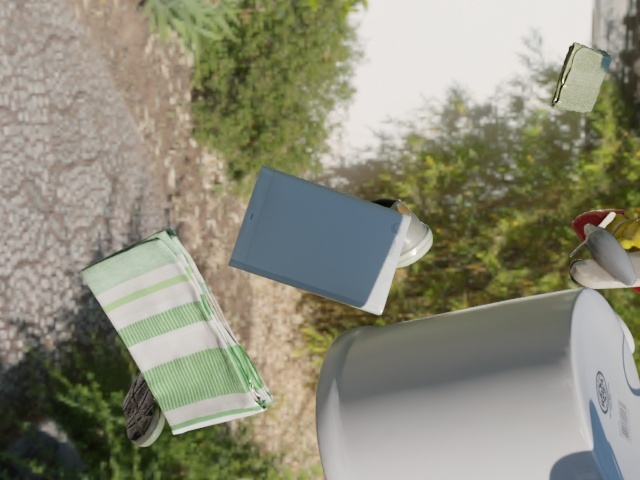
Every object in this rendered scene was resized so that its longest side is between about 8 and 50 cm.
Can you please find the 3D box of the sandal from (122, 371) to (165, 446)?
[{"bbox_3d":[-0.344,0.336,1.871,0.120,0.086,0.303,-56,-158,13],"label":"sandal"}]

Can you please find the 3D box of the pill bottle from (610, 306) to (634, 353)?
[{"bbox_3d":[0.489,0.224,1.779,0.121,0.221,0.121,60,-5,9],"label":"pill bottle"}]

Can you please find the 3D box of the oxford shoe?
[{"bbox_3d":[0.044,-0.014,1.972,0.130,0.449,0.169,55,53,-24],"label":"oxford shoe"}]

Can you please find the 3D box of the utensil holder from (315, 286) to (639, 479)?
[{"bbox_3d":[0.237,0.251,1.317,0.327,0.385,0.328,31,51,-47],"label":"utensil holder"}]

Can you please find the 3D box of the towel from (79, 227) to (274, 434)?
[{"bbox_3d":[-0.238,0.155,1.464,0.038,0.247,0.325,-39,103,-50],"label":"towel"}]

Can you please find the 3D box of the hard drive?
[{"bbox_3d":[0.000,0.000,1.746,0.040,0.307,0.203,140,-32,-80],"label":"hard drive"}]

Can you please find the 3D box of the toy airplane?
[{"bbox_3d":[0.747,0.034,2.008,0.386,0.384,0.273,-50,150,-63],"label":"toy airplane"}]

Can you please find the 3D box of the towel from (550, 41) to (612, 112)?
[{"bbox_3d":[0.421,-0.258,1.462,0.148,0.027,0.110,-5,116,-53],"label":"towel"}]
